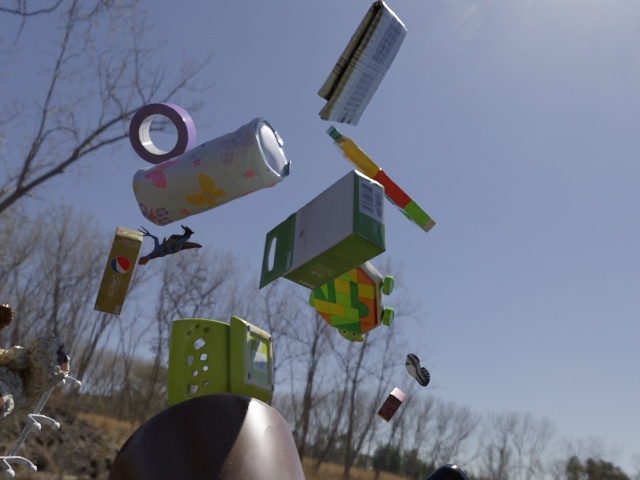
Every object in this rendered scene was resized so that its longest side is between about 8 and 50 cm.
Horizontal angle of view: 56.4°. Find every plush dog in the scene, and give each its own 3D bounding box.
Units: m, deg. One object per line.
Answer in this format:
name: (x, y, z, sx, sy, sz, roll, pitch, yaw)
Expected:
plush dog: (-0.646, 0.236, 1.113, 0.211, 0.225, 0.262, -34, 2, 21)

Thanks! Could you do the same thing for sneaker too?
sneaker: (0.259, 0.353, 1.595, 0.040, 0.109, 0.043, 3, -59, -20)

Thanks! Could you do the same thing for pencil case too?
pencil case: (-0.194, -0.119, 1.047, 0.273, 0.124, 0.113, -20, -48, 17)

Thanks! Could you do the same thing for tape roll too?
tape roll: (-0.491, -0.333, 1.861, 0.189, 0.189, 0.080, 6, 15, 6)

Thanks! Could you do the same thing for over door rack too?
over door rack: (-0.691, 0.392, 1.322, 0.108, 0.239, 0.324, 17, -17, 24)

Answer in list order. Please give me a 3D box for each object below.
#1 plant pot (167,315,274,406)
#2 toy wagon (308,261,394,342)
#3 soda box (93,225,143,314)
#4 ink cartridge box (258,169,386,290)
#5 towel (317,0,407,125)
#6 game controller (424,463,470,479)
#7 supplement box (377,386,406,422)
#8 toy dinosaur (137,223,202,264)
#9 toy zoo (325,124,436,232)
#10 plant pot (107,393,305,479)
plant pot: (-0.249, 0.327, 1.569, 0.207, 0.227, 0.228, -12, -26, 17)
toy wagon: (0.088, 0.191, 1.798, 0.267, 0.068, 0.344, 11, -54, 24)
soda box: (-0.437, 0.066, 1.293, 0.058, 0.181, 0.061, 16, 15, -20)
ink cartridge box: (0.000, 0.000, 0.858, 0.062, 0.109, 0.209, 27, -41, -31)
towel: (0.111, -0.461, 1.611, 0.056, 0.324, 0.312, 33, 16, 12)
game controller: (0.346, 0.689, 1.395, 0.166, 0.319, 0.067, -40, -38, 0)
supplement box: (0.210, 0.483, 1.755, 0.043, 0.083, 0.055, 34, 20, 18)
toy dinosaur: (-0.207, 0.014, 0.815, 0.047, 0.082, 0.090, 24, -24, 49)
toy zoo: (0.121, -0.136, 1.285, 0.293, 0.030, 0.192, 43, 5, -5)
plant pot: (-0.089, 0.305, 0.582, 0.215, 0.215, 0.230, 20, 11, -28)
